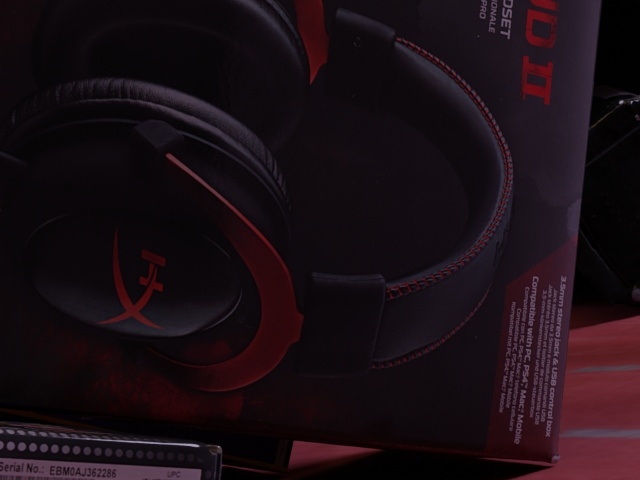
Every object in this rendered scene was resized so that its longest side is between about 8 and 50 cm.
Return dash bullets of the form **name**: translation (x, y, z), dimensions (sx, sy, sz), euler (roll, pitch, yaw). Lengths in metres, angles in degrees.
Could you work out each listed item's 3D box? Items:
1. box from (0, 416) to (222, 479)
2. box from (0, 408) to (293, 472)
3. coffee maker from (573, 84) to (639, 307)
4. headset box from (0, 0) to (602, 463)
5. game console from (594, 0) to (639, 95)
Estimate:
- **box**: translation (-0.193, 0.067, 0.476), dimensions (0.270, 0.060, 0.216), euler (8, -6, -30)
- **box**: translation (-0.089, 0.041, 0.672), dimensions (0.169, 0.059, 0.054), euler (16, -9, -28)
- **coffee maker**: translation (0.142, -0.026, 0.999), dimensions (0.171, 0.120, 0.178), euler (-12, 4, -12)
- **headset box**: translation (-0.031, -0.045, 0.609), dimensions (0.293, 0.218, 0.110), euler (10, -7, -30)
- **game console**: translation (0.120, -0.113, 1.169), dimensions (0.342, 0.060, 0.386), euler (-16, -9, 36)
